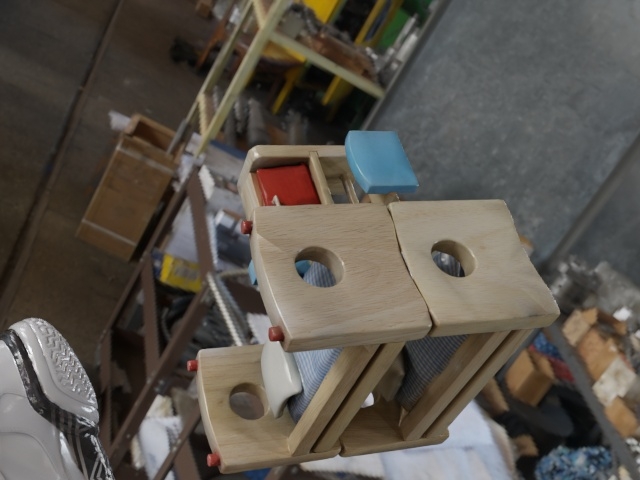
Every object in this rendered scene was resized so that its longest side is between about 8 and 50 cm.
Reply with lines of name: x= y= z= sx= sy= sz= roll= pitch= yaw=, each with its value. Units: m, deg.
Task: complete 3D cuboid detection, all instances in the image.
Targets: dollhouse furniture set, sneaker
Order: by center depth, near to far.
dollhouse furniture set: x=0.000 y=0.000 z=0.440 sx=0.129 sy=0.129 sz=0.183 roll=-2 pitch=53 yaw=-24
sneaker: x=-0.285 y=0.272 z=0.827 sx=0.210 sy=0.137 sz=0.365 roll=-23 pitch=85 yaw=-34
